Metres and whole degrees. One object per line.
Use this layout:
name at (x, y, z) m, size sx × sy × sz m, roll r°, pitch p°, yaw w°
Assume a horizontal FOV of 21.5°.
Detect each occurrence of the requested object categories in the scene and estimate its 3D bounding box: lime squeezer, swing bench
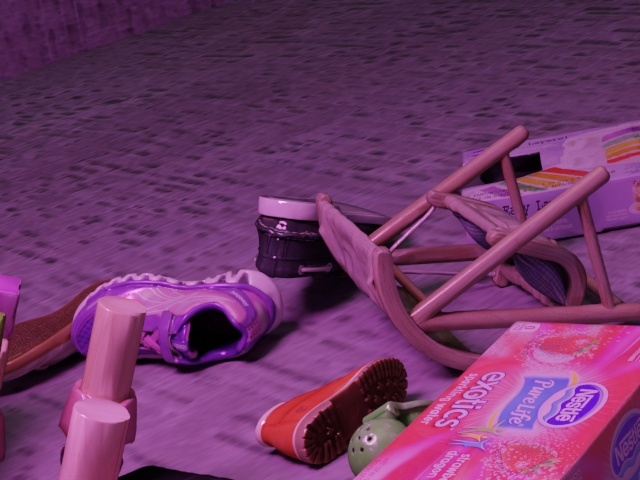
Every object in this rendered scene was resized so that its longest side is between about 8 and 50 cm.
lime squeezer at (0.081, 0.171, 1.348) m, size 0.110 × 0.059 × 0.310 m, roll 36°, pitch 26°, yaw 3°
swing bench at (0.152, 0.015, 1.726) m, size 0.254 × 0.165 × 0.253 m, roll -20°, pitch 18°, yaw -7°

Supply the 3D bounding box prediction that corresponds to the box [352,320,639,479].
box at (0.159, 0.179, 1.211) m, size 0.154 × 0.142 × 0.300 m, roll 0°, pitch 21°, yaw 33°

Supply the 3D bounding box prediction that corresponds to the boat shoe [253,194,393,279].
boat shoe at (0.000, 0.000, 1.954) m, size 0.114 × 0.091 × 0.302 m, roll 11°, pitch 3°, yaw 26°

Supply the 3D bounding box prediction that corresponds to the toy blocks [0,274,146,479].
toy blocks at (-0.305, 0.181, 1.317) m, size 0.309 × 0.260 × 0.288 m, roll 11°, pitch 17°, yaw -6°

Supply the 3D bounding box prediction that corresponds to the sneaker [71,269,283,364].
sneaker at (-0.161, 0.093, 1.809) m, size 0.236 × 0.095 × 0.104 m, roll -7°, pitch 25°, yaw 12°

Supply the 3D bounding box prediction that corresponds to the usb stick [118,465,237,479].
usb stick at (-0.065, 0.226, 1.384) m, size 0.278 × 0.045 × 0.077 m, roll 3°, pitch 15°, yaw 40°

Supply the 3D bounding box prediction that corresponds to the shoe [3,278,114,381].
shoe at (-0.293, 0.112, 1.893) m, size 0.076 × 0.058 × 0.219 m, roll 9°, pitch 29°, yaw 38°

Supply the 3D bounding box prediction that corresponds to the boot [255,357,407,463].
boot at (0.011, 0.151, 1.557) m, size 0.158 × 0.059 × 0.084 m, roll -28°, pitch 18°, yaw -39°

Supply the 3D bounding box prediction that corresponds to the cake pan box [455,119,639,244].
cake pan box at (0.295, -0.070, 2.052) m, size 0.266 × 0.070 × 0.246 m, roll -10°, pitch 15°, yaw 9°
